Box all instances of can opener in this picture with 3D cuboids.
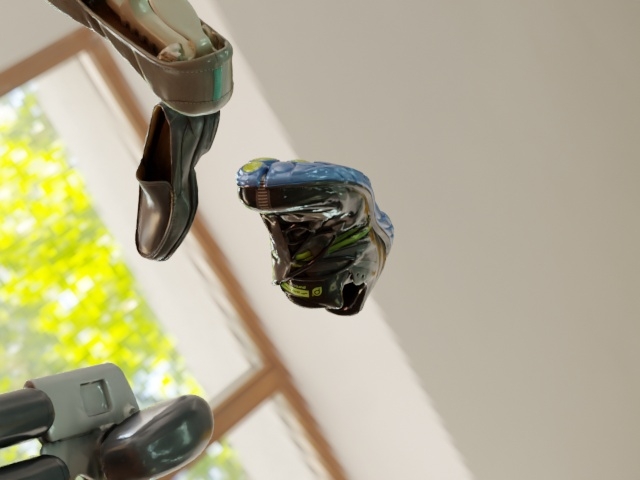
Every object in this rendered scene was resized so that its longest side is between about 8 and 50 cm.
[{"bbox_3d":[-0.150,0.112,1.025,0.095,0.283,0.076,-16,-93,21],"label":"can opener"}]

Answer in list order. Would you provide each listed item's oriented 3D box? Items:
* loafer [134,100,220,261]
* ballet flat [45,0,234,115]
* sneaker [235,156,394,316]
[{"bbox_3d":[-0.144,-0.058,1.662,0.062,0.061,0.170,29,-65,35],"label":"loafer"},{"bbox_3d":[-0.133,-0.170,1.283,0.213,0.072,0.068,43,-34,25],"label":"ballet flat"},{"bbox_3d":[0.000,0.000,1.126,0.067,0.078,0.188,7,-16,20],"label":"sneaker"}]
